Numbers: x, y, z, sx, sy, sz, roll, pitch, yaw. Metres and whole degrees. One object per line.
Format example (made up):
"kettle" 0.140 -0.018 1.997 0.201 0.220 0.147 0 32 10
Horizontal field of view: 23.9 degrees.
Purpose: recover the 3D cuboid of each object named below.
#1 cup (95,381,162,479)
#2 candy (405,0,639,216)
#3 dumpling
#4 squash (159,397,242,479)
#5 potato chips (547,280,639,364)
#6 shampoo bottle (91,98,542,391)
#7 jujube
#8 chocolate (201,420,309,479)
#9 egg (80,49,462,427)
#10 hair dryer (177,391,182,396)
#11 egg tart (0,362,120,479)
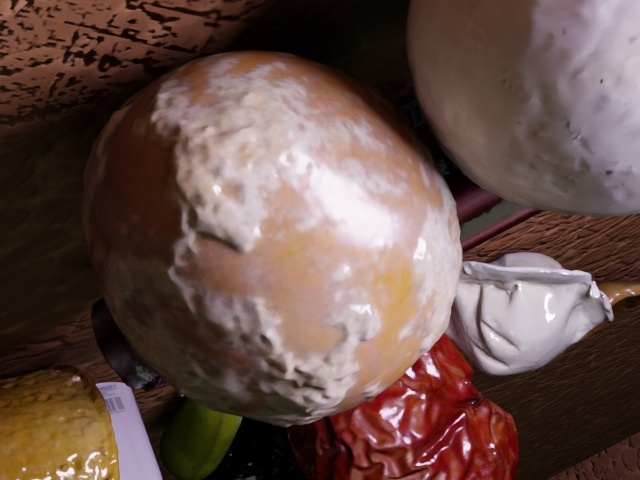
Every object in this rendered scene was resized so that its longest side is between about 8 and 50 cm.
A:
"cup" -0.223 0.221 1.319 0.173 0.142 0.134 -14 161 -27
"candy" 0.181 -0.118 0.783 0.295 0.185 0.295 -17 159 -7
"dumpling" 0.173 0.062 1.449 0.181 0.111 0.155 -32 132 10
"squash" -0.112 0.175 1.467 0.066 0.066 0.201 -15 154 -26
"potato chips" 0.308 0.091 1.776 0.150 0.049 0.202 -23 161 -15
"shampoo bottle" 0.000 0.000 0.998 0.323 0.129 0.084 -30 133 15
"jujube" 0.075 0.188 1.438 0.213 0.213 0.232 -30 120 20
"chocolate" -0.077 0.246 1.613 0.156 0.156 0.133 -24 153 2
"egg" -0.026 -0.004 0.826 0.203 0.203 0.245 -27 148 10
"hair dryer" -0.021 0.045 1.096 0.219 0.071 0.124 -38 170 -27
"egg tart" -0.256 0.192 1.153 0.147 0.203 0.202 4 150 -31
